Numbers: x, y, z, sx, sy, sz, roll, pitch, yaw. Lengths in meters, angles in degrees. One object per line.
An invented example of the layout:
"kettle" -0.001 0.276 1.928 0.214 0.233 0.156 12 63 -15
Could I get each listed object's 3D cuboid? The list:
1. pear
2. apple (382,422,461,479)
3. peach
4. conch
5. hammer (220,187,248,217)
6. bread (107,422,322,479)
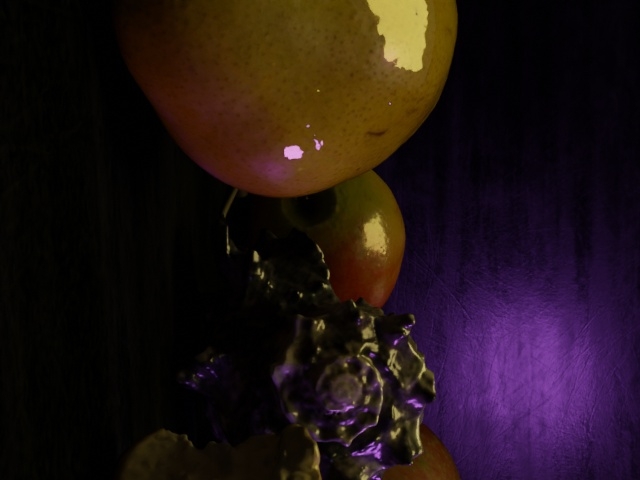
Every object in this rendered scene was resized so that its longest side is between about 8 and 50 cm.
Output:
"pear" -0.031 -0.177 1.216 0.336 0.284 0.285 -20 110 -70
"apple" 0.024 0.318 1.602 0.319 0.277 0.319 2 90 -84
"peach" 0.000 0.000 1.834 0.231 0.231 0.231 -1 90 -85
"conch" -0.015 0.120 1.420 0.313 0.240 0.186 59 21 19
"hammer" -0.103 -0.052 1.723 0.110 0.019 0.036 -75 163 -64
"bread" -0.085 0.245 1.025 0.211 0.183 0.224 26 61 -78
